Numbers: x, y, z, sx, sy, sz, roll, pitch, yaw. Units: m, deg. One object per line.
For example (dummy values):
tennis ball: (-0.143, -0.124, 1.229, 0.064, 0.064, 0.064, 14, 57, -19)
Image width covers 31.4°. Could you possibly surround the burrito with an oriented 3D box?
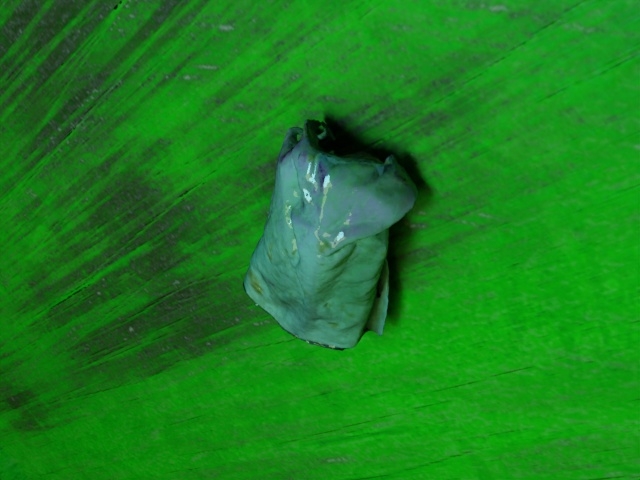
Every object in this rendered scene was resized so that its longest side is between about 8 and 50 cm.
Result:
burrito: (0.000, 0.000, 0.977, 0.144, 0.089, 0.229, 31, 145, 17)
